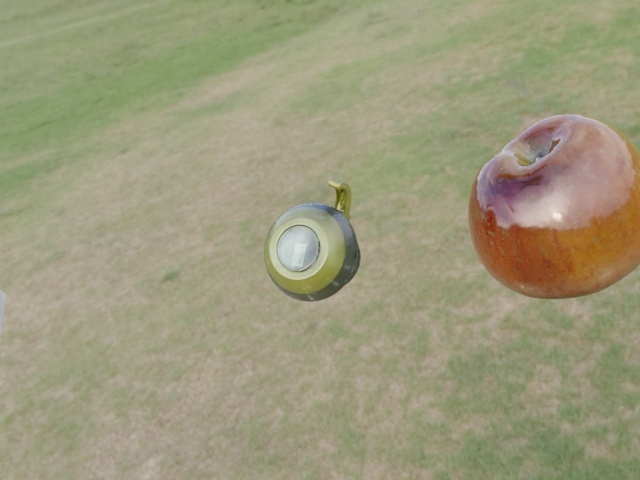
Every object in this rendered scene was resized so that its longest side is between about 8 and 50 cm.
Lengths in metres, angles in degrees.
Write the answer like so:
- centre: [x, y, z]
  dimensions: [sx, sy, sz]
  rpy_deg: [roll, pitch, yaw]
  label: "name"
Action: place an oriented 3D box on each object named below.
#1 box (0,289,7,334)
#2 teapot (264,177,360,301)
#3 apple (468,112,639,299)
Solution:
- centre: [-0.677, 0.138, 1.301]
  dimensions: [0.106, 0.203, 0.252]
  rpy_deg: [-36, 37, 10]
  label: "box"
- centre: [0.000, 0.000, 0.971]
  dimensions: [0.130, 0.166, 0.119]
  rpy_deg: [24, 3, 21]
  label: "teapot"
- centre: [0.324, -0.049, 0.999]
  dimensions: [0.253, 0.254, 0.253]
  rpy_deg: [-13, 25, 6]
  label: "apple"
